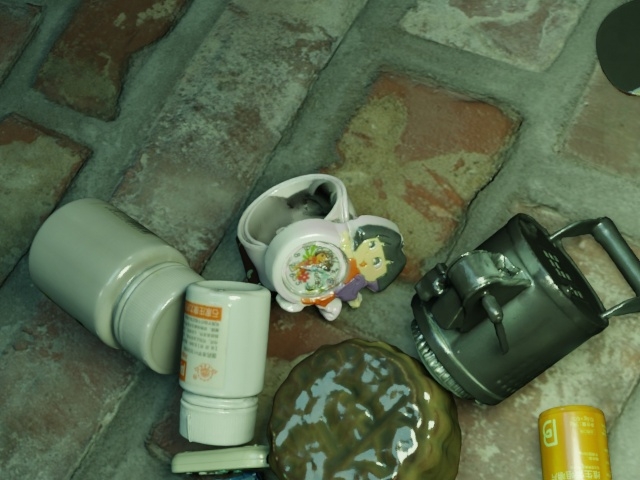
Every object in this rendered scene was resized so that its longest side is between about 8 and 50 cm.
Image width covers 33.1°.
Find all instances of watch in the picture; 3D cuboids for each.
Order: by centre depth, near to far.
[{"bbox_3d":[0.000,0.000,1.817,0.244,0.196,0.231,-27,32,-2],"label":"watch"}]

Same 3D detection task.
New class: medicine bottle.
[{"bbox_3d":[0.355,0.332,1.491,0.096,0.096,0.192,-11,61,23],"label":"medicine bottle"},{"bbox_3d":[-0.157,0.196,1.750,0.144,0.144,0.252,5,95,29],"label":"medicine bottle"},{"bbox_3d":[-0.342,0.081,1.911,0.339,0.208,0.208,32,83,35],"label":"medicine bottle"}]

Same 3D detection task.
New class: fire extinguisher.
[{"bbox_3d":[-0.113,0.053,1.907,0.064,0.043,0.158,-46,48,34],"label":"fire extinguisher"}]

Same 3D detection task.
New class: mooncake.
[{"bbox_3d":[0.065,0.289,1.624,0.290,0.161,0.290,-11,62,21],"label":"mooncake"}]

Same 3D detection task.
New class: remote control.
[{"bbox_3d":[-0.151,0.353,1.731,0.221,0.078,0.042,-14,70,37],"label":"remote control"}]

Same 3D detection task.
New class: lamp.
[{"bbox_3d":[0.273,0.106,1.574,0.272,0.374,0.205,-51,54,37],"label":"lamp"}]

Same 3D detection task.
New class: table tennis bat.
[{"bbox_3d":[0.553,-0.281,1.741,0.173,0.022,0.301,-24,56,14],"label":"table tennis bat"}]

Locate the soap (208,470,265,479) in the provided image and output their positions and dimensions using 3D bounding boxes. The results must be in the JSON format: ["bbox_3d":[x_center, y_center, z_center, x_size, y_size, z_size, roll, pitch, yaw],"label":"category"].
[{"bbox_3d":[-0.168,0.469,1.640,0.156,0.077,0.293,-18,23,13],"label":"soap"}]
